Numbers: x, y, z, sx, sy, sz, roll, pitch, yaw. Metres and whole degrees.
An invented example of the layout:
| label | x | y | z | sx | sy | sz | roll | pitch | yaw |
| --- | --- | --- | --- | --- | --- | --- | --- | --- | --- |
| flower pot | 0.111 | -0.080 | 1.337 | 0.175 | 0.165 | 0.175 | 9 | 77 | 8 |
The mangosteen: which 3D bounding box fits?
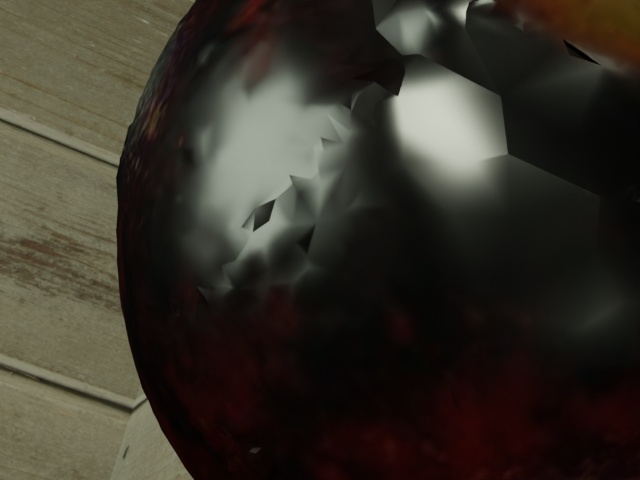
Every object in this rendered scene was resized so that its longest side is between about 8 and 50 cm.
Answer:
| label | x | y | z | sx | sy | sz | roll | pitch | yaw |
| --- | --- | --- | --- | --- | --- | --- | --- | --- | --- |
| mangosteen | 0.106 | -0.027 | 0.508 | 0.421 | 0.381 | 0.381 | -61 | 15 | -6 |
